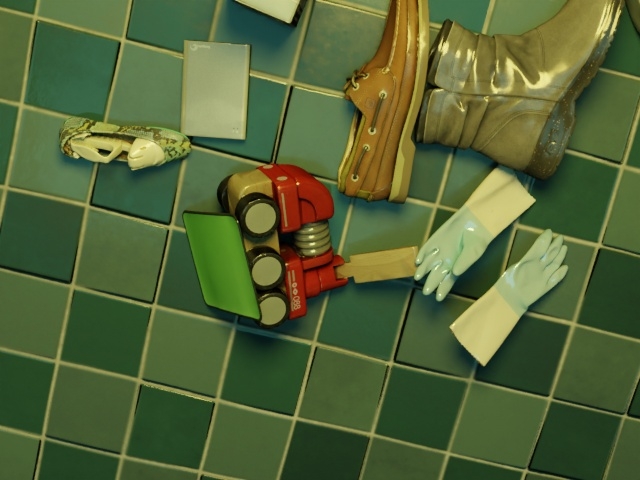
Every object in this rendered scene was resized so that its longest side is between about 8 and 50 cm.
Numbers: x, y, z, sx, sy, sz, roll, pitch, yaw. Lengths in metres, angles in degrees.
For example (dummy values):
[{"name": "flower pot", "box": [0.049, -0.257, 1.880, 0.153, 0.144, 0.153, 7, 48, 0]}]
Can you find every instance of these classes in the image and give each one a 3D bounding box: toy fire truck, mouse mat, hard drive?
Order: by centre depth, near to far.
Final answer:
[{"name": "mouse mat", "box": [-0.141, 0.032, 1.273, 0.007, 0.189, 0.153, -20, 104, -30]}, {"name": "toy fire truck", "box": [0.000, 0.000, 1.285, 0.246, 0.158, 0.217, -14, 115, -19]}, {"name": "hard drive", "box": [-0.150, -0.216, 1.291, 0.094, 0.022, 0.135, 4, 102, -1]}]

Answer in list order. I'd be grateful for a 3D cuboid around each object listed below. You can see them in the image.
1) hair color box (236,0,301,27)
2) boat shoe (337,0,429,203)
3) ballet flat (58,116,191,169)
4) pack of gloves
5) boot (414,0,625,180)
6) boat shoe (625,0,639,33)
[{"name": "hair color box", "box": [-0.011, -0.471, 1.155, 0.113, 0.185, 0.374, 22, 101, -4]}, {"name": "boat shoe", "box": [0.084, -0.202, 1.250, 0.104, 0.111, 0.307, 5, 102, -3]}, {"name": "ballet flat", "box": [-0.281, -0.129, 1.285, 0.188, 0.070, 0.070, 7, 102, 3]}, {"name": "pack of gloves", "box": [0.256, 0.033, 1.291, 0.232, 0.046, 0.195, -45, 103, -14]}, {"name": "boot", "box": [0.268, -0.266, 1.242, 0.222, 0.118, 0.338, 20, 97, 1]}, {"name": "boat shoe", "box": [0.459, -0.379, 1.238, 0.083, 0.065, 0.183, -15, 101, 4]}]
